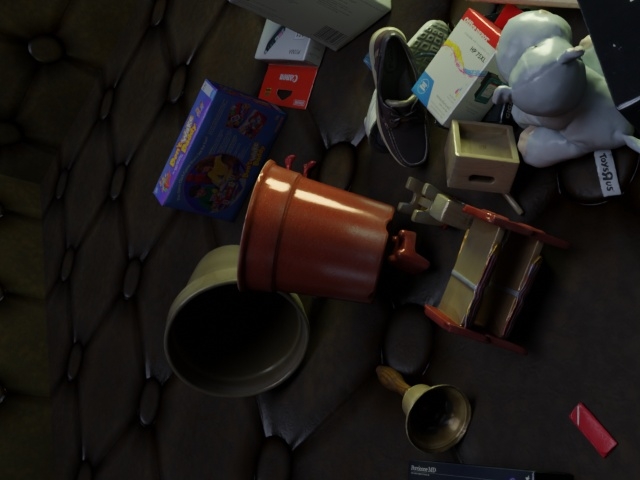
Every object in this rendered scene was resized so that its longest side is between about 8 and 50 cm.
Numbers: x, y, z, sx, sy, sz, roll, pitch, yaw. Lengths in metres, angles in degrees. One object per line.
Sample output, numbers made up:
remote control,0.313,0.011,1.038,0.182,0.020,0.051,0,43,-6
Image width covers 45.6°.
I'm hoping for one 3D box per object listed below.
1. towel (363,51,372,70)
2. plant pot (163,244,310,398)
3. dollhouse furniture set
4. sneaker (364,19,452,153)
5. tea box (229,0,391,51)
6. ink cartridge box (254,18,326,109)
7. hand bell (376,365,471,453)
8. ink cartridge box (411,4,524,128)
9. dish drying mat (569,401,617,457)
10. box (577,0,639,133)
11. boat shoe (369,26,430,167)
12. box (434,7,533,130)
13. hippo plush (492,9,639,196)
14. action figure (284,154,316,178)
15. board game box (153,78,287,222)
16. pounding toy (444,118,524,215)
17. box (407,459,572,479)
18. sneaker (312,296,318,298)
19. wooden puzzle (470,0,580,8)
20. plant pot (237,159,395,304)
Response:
towel,0.143,-0.405,1.736,0.067,0.029,0.119,-53,40,26
plant pot,-0.200,0.155,1.789,0.323,0.323,0.280,-57,23,22
dollhouse furniture set,0.252,0.031,1.358,0.374,0.152,0.201,-136,66,-70
sneaker,0.170,-0.336,1.613,0.297,0.111,0.129,-58,29,18
tea box,-0.025,-0.689,1.816,0.220,0.329,0.324,-25,57,47
ink cartridge box,-0.094,-0.488,2.066,0.275,0.060,0.239,22,94,54
hand bell,0.163,0.283,1.410,0.242,0.126,0.126,30,102,67
ink cartridge box,0.283,-0.323,1.382,0.231,0.078,0.134,-55,40,24
dish drying mat,0.405,0.282,1.135,0.032,0.008,0.083,-57,38,21
box,0.473,-0.258,0.953,0.179,0.312,0.343,-30,49,34
boat shoe,0.157,-0.275,1.503,0.092,0.102,0.285,-87,-14,-73
box,0.317,-0.318,1.447,0.175,0.051,0.220,11,87,54
hippo plush,0.357,-0.221,1.196,0.234,0.236,0.294,-36,50,41
action figure,-0.041,-0.071,1.802,0.139,0.091,0.280,-22,60,58
board game box,-0.270,-0.233,2.051,0.078,0.233,0.347,48,115,44
pounding toy,0.295,-0.130,1.343,0.130,0.141,0.100,-84,1,-46
box,0.257,0.448,1.196,0.261,0.103,0.184,-15,63,50
sneaker,0.001,0.062,1.724,0.053,0.059,0.144,33,105,51
wooden puzzle,0.434,-0.558,1.324,0.347,0.080,0.322,20,95,37
plant pot,0.000,0.000,1.512,0.272,0.265,0.272,13,-90,-85
